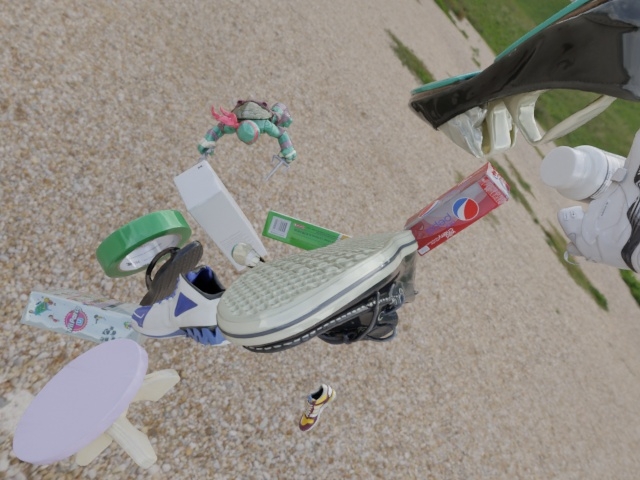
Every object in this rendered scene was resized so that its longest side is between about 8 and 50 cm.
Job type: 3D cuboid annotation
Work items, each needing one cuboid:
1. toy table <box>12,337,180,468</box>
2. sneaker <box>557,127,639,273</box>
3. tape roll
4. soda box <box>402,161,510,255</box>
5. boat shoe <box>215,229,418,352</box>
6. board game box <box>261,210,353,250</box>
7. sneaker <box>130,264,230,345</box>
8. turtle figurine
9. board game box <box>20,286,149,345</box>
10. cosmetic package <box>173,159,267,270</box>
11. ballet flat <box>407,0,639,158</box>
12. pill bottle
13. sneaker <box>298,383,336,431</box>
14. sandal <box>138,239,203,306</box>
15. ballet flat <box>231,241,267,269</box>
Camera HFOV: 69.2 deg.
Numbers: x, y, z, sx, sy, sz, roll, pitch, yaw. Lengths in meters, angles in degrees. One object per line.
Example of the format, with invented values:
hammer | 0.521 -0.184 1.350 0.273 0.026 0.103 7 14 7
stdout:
toy table | -0.429 0.333 0.924 0.252 0.274 0.160 55 -4 41
sneaker | 0.700 -0.102 1.109 0.137 0.210 0.365 18 79 -39
tape roll | -0.614 0.014 1.626 0.077 0.321 0.321 56 31 8
soda box | 0.328 -0.073 1.141 0.083 0.263 0.092 47 35 -7
boat shoe | 0.041 0.083 0.690 0.500 0.187 0.155 -14 98 -64
board game box | 0.000 0.000 1.228 0.242 0.064 0.316 19 0 7
sneaker | -0.334 0.153 1.175 0.127 0.316 0.182 -12 100 -60
turtle figurine | -0.122 -0.199 0.847 0.175 0.118 0.234 15 29 -4
board game box | -0.656 0.223 1.356 0.304 0.097 0.224 17 -5 -7
cosmetic package | -0.416 -0.094 1.977 0.230 0.162 0.453 55 -5 40
ballet flat | 0.169 -0.130 0.431 0.095 0.280 0.096 -15 96 -17
pill bottle | 0.876 -0.206 1.495 0.319 0.176 0.176 10 47 -23
sneaker | -0.029 0.592 1.658 0.084 0.185 0.070 43 -10 -36
sandal | -0.558 0.120 1.639 0.107 0.446 0.168 51 40 6
ballet flat | -0.164 0.045 1.137 0.052 0.057 0.168 20 -10 17
